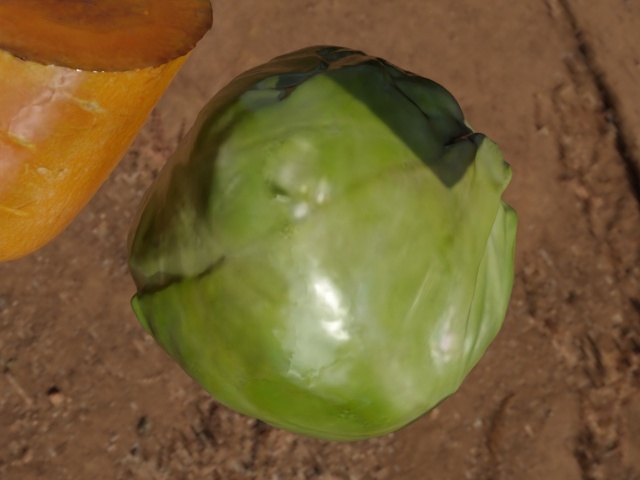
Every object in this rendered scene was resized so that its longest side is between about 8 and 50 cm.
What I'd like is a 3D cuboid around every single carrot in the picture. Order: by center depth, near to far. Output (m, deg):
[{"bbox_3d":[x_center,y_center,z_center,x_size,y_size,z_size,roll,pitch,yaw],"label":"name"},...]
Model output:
[{"bbox_3d":[-0.255,-0.089,0.938,0.214,0.331,0.193,10,42,-42],"label":"carrot"}]

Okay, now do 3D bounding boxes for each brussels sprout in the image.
[{"bbox_3d":[0.000,0.000,0.998,0.328,0.247,0.328,13,73,-48],"label":"brussels sprout"}]
